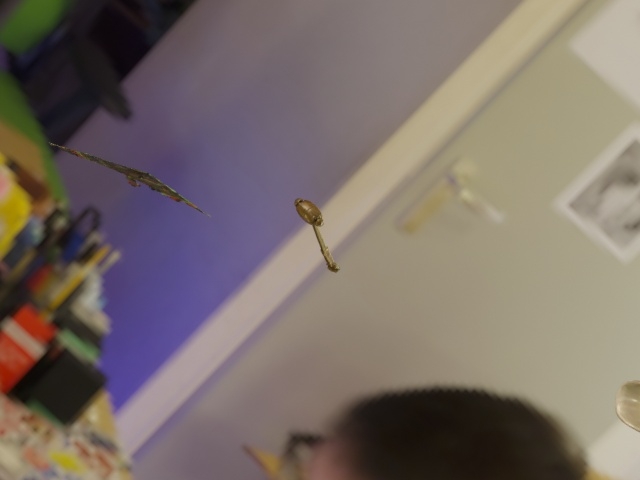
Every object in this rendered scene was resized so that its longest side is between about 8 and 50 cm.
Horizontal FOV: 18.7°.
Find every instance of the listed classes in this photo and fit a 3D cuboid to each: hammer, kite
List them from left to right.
[{"bbox_3d":[-0.126,-0.043,1.315,0.122,0.004,0.090,24,-8,-8],"label":"kite"},{"bbox_3d":[0.000,0.000,1.468,0.029,0.014,0.123,45,-9,22],"label":"hammer"}]

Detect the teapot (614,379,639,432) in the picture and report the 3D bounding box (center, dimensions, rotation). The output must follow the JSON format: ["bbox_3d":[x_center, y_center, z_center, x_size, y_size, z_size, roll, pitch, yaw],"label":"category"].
[{"bbox_3d":[0.371,0.171,1.612,0.245,0.159,0.116,13,-6,36],"label":"teapot"}]
